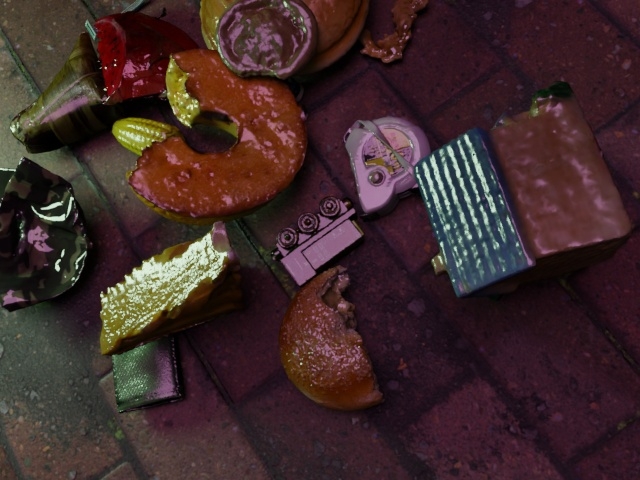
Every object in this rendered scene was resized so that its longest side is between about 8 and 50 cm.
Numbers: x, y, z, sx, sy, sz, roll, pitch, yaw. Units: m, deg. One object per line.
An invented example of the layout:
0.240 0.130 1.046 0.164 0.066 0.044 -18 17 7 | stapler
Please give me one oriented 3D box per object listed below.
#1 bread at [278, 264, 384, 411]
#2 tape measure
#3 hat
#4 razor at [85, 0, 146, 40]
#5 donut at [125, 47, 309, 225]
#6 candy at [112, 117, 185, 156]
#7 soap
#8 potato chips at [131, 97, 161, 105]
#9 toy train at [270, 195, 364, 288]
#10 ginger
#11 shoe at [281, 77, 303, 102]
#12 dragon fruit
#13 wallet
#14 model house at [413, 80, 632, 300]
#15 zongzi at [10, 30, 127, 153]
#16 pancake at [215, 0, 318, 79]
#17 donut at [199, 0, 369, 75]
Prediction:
0.002 0.216 1.572 0.192 0.171 0.313 -16 69 2 | bread
0.159 -0.183 1.691 0.197 0.120 0.236 -17 75 12 | tape measure
-0.751 -0.027 1.839 0.382 0.257 0.366 16 92 52 | hat
-0.550 -0.618 2.021 0.191 0.037 0.068 -34 65 -2 | razor
-0.233 -0.211 1.717 0.378 0.163 0.434 22 67 -4 | donut
-0.443 -0.258 1.853 0.199 0.094 0.106 20 114 21 | candy
-0.341 0.105 1.571 0.339 0.304 0.169 -19 67 -11 | soap
-0.466 -0.407 1.945 0.209 0.026 0.142 -23 66 2 | potato chips
0.000 0.000 1.687 0.226 0.090 0.137 -36 76 -1 | toy train
0.188 -0.521 1.832 0.193 0.052 0.176 -15 70 15 | ginger
-0.115 -0.380 1.837 0.143 0.071 0.063 7 74 16 | shoe
-0.437 -0.497 1.889 0.282 0.100 0.343 -8 55 -18 | dragon fruit
-0.403 0.266 1.701 0.160 0.055 0.235 -13 67 2 | wallet
0.365 -0.053 1.470 0.343 0.382 0.334 -18 70 4 | model house
-0.678 -0.389 1.917 0.286 0.134 0.288 -24 72 -3 | zongzi
-0.125 -0.471 1.690 0.236 0.042 0.222 25 90 8 | pancake
-0.092 -0.599 1.837 0.449 0.198 0.448 -3 74 11 | donut
